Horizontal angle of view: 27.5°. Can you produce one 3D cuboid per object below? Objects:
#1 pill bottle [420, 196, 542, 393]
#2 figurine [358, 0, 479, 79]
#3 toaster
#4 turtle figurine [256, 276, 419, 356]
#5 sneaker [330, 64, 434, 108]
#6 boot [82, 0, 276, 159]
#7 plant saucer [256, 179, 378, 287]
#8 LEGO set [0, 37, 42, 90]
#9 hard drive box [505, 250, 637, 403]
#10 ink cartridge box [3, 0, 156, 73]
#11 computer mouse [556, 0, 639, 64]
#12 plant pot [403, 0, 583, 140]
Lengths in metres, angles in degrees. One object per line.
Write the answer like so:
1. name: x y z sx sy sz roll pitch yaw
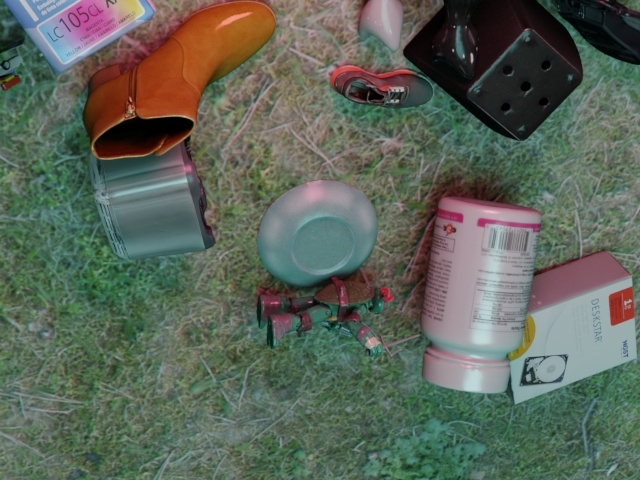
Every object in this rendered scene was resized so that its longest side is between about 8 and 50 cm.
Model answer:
1. pill bottle: 0.240 0.082 2.008 0.160 0.160 0.283 6 96 -19
2. figurine: 0.130 -0.339 1.767 0.092 0.215 0.209 -32 135 -37
3. toaster: -0.237 -0.068 1.836 0.147 0.129 0.227 -13 144 -4
4. turtle figurine: 0.026 0.116 2.031 0.234 0.175 0.118 -2 96 -14
5. sneaker: 0.094 -0.212 1.898 0.158 0.065 0.061 3 120 -17
6. boot: -0.175 -0.205 1.740 0.295 0.211 0.104 -24 124 -1
7. plant saucer: 0.000 0.000 2.018 0.195 0.037 0.194 -7 122 -11
8. LEGO set: -0.390 -0.221 1.685 0.244 0.182 0.060 -22 111 0
9. hard drive box: 0.398 0.143 2.173 0.232 0.089 0.181 -20 124 -10
10. ink cartridge box: -0.374 -0.423 1.516 0.151 0.270 0.395 -32 123 -1
11. computer mouse: 0.418 -0.319 1.846 0.262 0.184 0.060 26 90 -41
12. plant pot: 0.262 -0.253 1.860 0.188 0.167 0.187 36 105 -29
